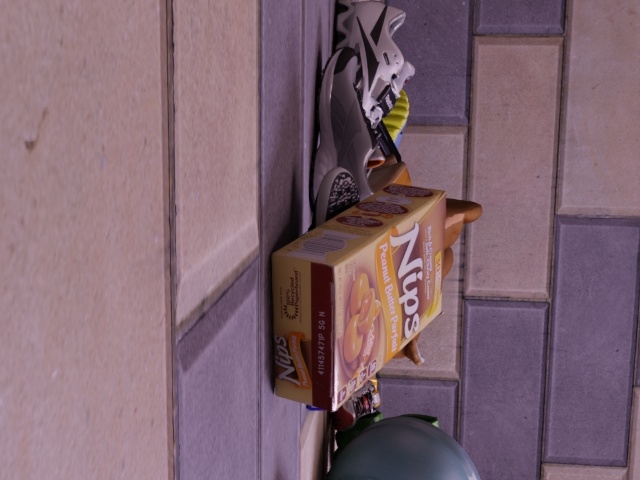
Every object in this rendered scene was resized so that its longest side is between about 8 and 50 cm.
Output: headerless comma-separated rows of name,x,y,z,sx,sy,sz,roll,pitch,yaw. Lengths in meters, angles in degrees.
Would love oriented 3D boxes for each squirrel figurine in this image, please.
squirrel figurine,0.143,0.088,1.989,0.397,0.281,0.370,-30,134,-66

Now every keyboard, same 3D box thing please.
keyboard,0.106,-0.244,1.894,0.317,0.033,0.201,56,18,-49

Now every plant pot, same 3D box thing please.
plant pot,0.115,0.475,1.635,0.196,0.293,0.293,-11,105,-57

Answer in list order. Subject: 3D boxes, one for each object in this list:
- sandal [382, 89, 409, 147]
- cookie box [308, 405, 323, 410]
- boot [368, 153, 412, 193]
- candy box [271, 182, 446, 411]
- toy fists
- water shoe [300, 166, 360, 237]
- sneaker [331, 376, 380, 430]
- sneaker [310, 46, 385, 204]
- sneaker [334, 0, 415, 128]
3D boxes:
sandal,0.147,-0.239,2.345,0.138,0.126,0.317,83,18,-73
cookie box,0.007,0.222,1.472,0.107,0.040,0.091,61,31,-77
boot,0.138,-0.031,1.653,0.295,0.104,0.211,-60,129,-73
candy box,0.057,0.057,1.171,0.316,0.088,0.182,-31,127,-54
toy fists,0.128,0.413,1.817,0.096,0.279,0.142,-15,96,-43
water shoe,0.000,0.000,1.239,0.073,0.080,0.203,-15,114,-44
sneaker,0.069,0.306,1.838,0.225,0.093,0.088,-60,151,-76
sneaker,0.046,-0.165,1.430,0.100,0.108,0.271,64,27,-73
sneaker,0.092,-0.271,1.663,0.122,0.146,0.330,59,35,-82
